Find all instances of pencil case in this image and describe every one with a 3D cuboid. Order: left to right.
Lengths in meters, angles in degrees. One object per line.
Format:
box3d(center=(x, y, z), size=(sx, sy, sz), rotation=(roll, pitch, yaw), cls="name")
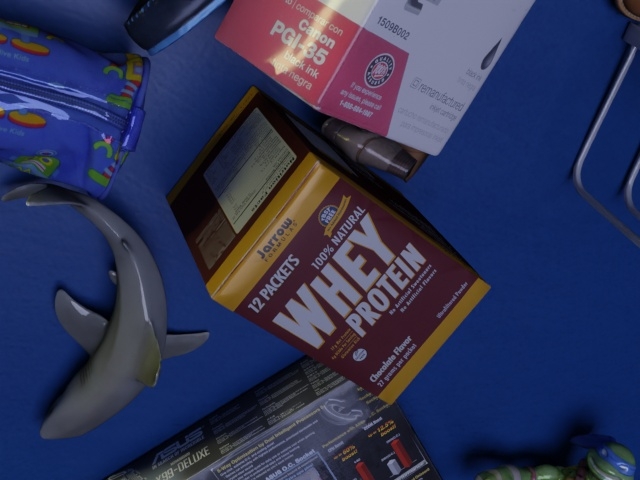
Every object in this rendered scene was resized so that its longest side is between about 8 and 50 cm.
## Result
box3d(center=(-0.275, -0.119, 0.744), size=(0.306, 0.133, 0.119), rotation=(15, 96, -25), cls="pencil case")

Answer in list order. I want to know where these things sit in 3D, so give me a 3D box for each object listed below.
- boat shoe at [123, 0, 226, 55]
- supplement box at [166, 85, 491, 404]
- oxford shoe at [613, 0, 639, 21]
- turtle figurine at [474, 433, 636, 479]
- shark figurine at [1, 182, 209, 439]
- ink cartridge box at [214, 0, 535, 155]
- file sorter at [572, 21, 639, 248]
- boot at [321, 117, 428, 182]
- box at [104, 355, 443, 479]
box3d(center=(-0.069, -0.256, 0.781), size=(0.089, 0.109, 0.258), rotation=(42, 80, -23), cls="boat shoe")
box3d(center=(0.000, 0.000, 0.857), size=(0.191, 0.194, 0.129), rotation=(34, 100, -29), cls="supplement box")
box3d(center=(0.373, -0.230, 0.946), size=(0.212, 0.076, 0.076), rotation=(-5, 117, -15), cls="oxford shoe")
box3d(center=(0.232, 0.342, 1.086), size=(0.198, 0.274, 0.266), rotation=(24, 114, -11), cls="turtle figurine")
box3d(center=(-0.166, 0.064, 0.872), size=(0.166, 0.116, 0.278), rotation=(-10, 124, -17), cls="shark figurine")
box3d(center=(0.080, -0.225, 0.775), size=(0.207, 0.117, 0.283), rotation=(11, 114, -58), cls="ink cartridge box")
box3d(center=(0.411, -0.063, 0.972), size=(0.278, 0.193, 0.173), rotation=(13, 113, -24), cls="file sorter")
box3d(center=(0.049, -0.088, 0.911), size=(0.087, 0.118, 0.042), rotation=(32, 104, 8), cls="boot")
box3d(center=(-0.038, 0.269, 1.040), size=(0.307, 0.076, 0.242), rotation=(-32, 120, -2), cls="box")
